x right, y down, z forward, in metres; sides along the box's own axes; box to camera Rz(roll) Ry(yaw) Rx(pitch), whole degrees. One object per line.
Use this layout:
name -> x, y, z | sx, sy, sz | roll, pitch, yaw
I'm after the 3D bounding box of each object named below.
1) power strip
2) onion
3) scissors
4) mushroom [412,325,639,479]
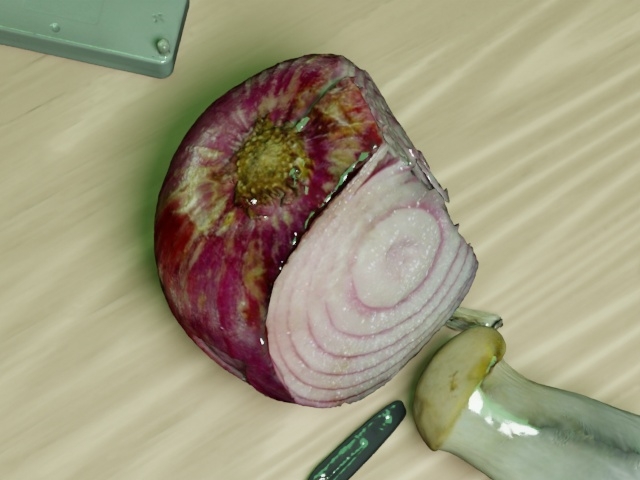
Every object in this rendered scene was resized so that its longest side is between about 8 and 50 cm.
power strip -> -0.224, -0.239, 1.353 | 0.215, 0.061, 0.145 | 12, 70, -2
onion -> -0.020, -0.016, 1.216 | 0.256, 0.272, 0.230 | -32, 50, -21
scissors -> -0.007, 0.209, 1.235 | 0.220, 0.017, 0.088 | -42, 78, -18
mushroom -> 0.221, 0.197, 1.200 | 0.328, 0.122, 0.159 | 31, 61, 0
